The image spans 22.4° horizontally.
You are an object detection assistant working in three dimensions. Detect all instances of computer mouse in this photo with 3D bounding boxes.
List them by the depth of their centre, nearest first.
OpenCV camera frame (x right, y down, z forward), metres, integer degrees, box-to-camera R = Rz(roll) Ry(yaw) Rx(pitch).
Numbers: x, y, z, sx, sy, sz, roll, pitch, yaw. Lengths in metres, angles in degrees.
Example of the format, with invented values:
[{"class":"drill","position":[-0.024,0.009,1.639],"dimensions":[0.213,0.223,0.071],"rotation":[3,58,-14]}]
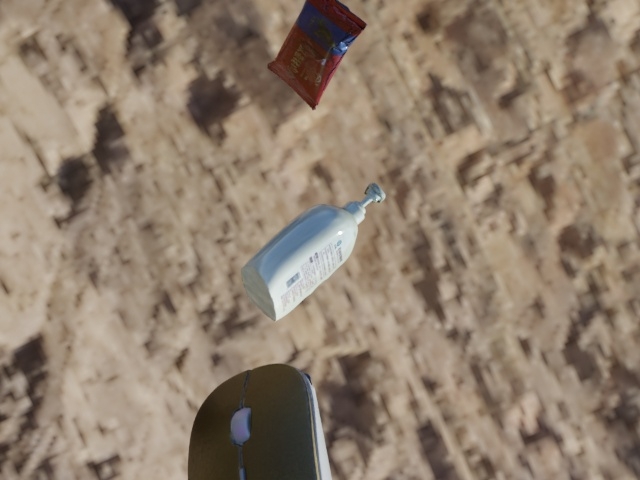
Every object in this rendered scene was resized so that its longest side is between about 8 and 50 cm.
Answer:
[{"class":"computer mouse","position":[-0.036,0.214,1.201],"dimensions":[0.056,0.126,0.245],"rotation":[11,64,-53]}]

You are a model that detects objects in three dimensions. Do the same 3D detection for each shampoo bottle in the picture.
[{"class":"shampoo bottle","position":[0.000,0.000,1.402],"dimensions":[0.045,0.152,0.077],"rotation":[39,-21,29]}]

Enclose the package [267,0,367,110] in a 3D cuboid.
[{"class":"package","position":[-0.007,-0.233,1.944],"dimensions":[0.083,0.200,0.022],"rotation":[40,58,3]}]
